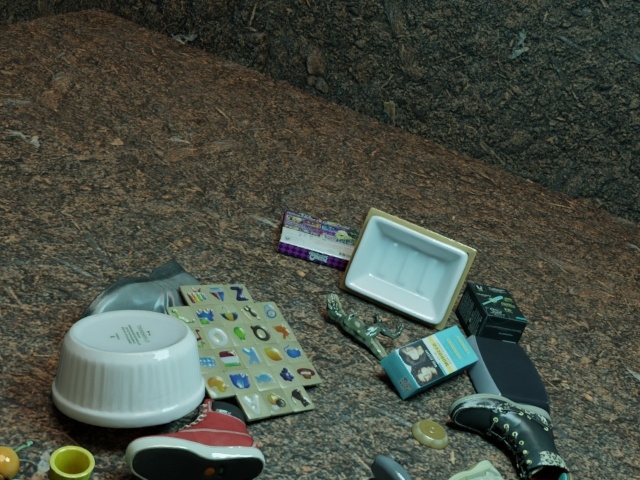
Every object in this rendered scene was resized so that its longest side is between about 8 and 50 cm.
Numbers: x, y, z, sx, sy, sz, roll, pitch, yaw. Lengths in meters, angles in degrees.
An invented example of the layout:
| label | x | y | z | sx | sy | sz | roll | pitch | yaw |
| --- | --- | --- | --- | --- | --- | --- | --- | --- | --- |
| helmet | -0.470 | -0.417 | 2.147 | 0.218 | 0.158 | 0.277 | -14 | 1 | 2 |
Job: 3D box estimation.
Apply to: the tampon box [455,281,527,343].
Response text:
| label | x | y | z | sx | sy | sz | roll | pitch | yaw |
| --- | --- | --- | --- | --- | --- | --- | --- | --- | --- |
| tampon box | 0.440 | 0.198 | 2.151 | 0.120 | 0.101 | 0.161 | 11 | 26 | -15 |

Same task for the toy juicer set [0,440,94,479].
| label | x | y | z | sx | sy | sz | roll | pitch | yaw |
| --- | --- | --- | --- | --- | --- | --- | --- | --- | --- |
| toy juicer set | -0.468 | 0.399 | 1.191 | 0.209 | 0.089 | 0.329 | 16 | 27 | -5 |

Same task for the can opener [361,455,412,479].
| label | x | y | z | sx | sy | sz | roll | pitch | yaw |
| --- | --- | --- | --- | --- | --- | --- | --- | --- | --- |
| can opener | 0.173 | 0.494 | 1.430 | 0.280 | 0.093 | 0.074 | 40 | 32 | 28 |

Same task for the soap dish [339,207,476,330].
| label | x | y | z | sx | sy | sz | roll | pitch | yaw |
| --- | --- | --- | --- | --- | --- | --- | --- | --- | --- |
| soap dish | 0.224 | 0.071 | 2.141 | 0.291 | 0.229 | 0.118 | 23 | 10 | 8 |

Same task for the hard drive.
| label | x | y | z | sx | sy | sz | roll | pitch | yaw |
| --- | --- | --- | --- | --- | --- | --- | --- | --- | --- |
| hard drive | 0.439 | 0.319 | 1.970 | 0.172 | 0.054 | 0.254 | 12 | 27 | -13 |

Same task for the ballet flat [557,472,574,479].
| label | x | y | z | sx | sy | sz | roll | pitch | yaw |
| --- | --- | --- | --- | --- | --- | --- | --- | --- | --- |
| ballet flat | 0.472 | 0.527 | 1.574 | 0.067 | 0.073 | 0.206 | 23 | 36 | 11 |

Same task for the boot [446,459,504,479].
| label | x | y | z | sx | sy | sz | roll | pitch | yaw |
| --- | --- | --- | --- | --- | --- | --- | --- | --- | --- |
| boot | 0.304 | 0.498 | 1.516 | 0.213 | 0.077 | 0.165 | -11 | 41 | -46 |

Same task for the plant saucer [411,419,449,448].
| label | x | y | z | sx | sy | sz | roll | pitch | yaw |
| --- | --- | --- | --- | --- | --- | --- | --- | --- | --- |
| plant saucer | 0.230 | 0.398 | 1.726 | 0.083 | 0.015 | 0.083 | 15 | 27 | -7 |

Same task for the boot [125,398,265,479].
| label | x | y | z | sx | sy | sz | roll | pitch | yaw |
| --- | --- | --- | --- | --- | --- | --- | --- | --- | --- |
| boot | -0.234 | 0.343 | 1.464 | 0.244 | 0.088 | 0.176 | 11 | 25 | -29 |

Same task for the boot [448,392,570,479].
| label | x | y | z | sx | sy | sz | roll | pitch | yaw |
| --- | --- | --- | --- | --- | --- | --- | --- | --- | --- |
| boot | 0.394 | 0.413 | 1.727 | 0.236 | 0.085 | 0.178 | 12 | 29 | -13 |

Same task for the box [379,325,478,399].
| label | x | y | z | sx | sy | sz | roll | pitch | yaw |
| --- | --- | --- | --- | --- | --- | --- | --- | --- | --- |
| box | 0.251 | 0.274 | 1.892 | 0.244 | 0.060 | 0.100 | -13 | 64 | -47 |

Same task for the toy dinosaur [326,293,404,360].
| label | x | y | z | sx | sy | sz | roll | pitch | yaw |
| --- | --- | --- | --- | --- | --- | --- | --- | --- | --- |
| toy dinosaur | 0.124 | 0.216 | 1.968 | 0.118 | 0.064 | 0.268 | -20 | 48 | -39 |

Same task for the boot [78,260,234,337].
| label | x | y | z | sx | sy | sz | roll | pitch | yaw |
| --- | --- | --- | --- | --- | --- | --- | --- | --- | --- |
| boot | -0.321 | 0.171 | 1.717 | 0.223 | 0.118 | 0.338 | 37 | 38 | 16 |

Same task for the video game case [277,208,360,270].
| label | x | y | z | sx | sy | sz | roll | pitch | yaw |
| --- | --- | --- | --- | --- | --- | --- | --- | --- | --- |
| video game case | 0.000 | 0.000 | 2.322 | 0.232 | 0.041 | 0.210 | 15 | 26 | -6 |

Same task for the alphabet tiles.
| label | x | y | z | sx | sy | sz | roll | pitch | yaw |
| --- | --- | --- | --- | --- | --- | --- | --- | --- | --- |
| alphabet tiles | -0.156 | 0.220 | 1.718 | 0.285 | 0.011 | 0.342 | 1 | 45 | -43 |

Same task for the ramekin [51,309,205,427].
| label | x | y | z | sx | sy | sz | roll | pitch | yaw |
| --- | --- | --- | --- | --- | --- | --- | --- | --- | --- |
| ramekin | -0.345 | 0.220 | 1.501 | 0.273 | 0.127 | 0.273 | 4 | 15 | -1 |
